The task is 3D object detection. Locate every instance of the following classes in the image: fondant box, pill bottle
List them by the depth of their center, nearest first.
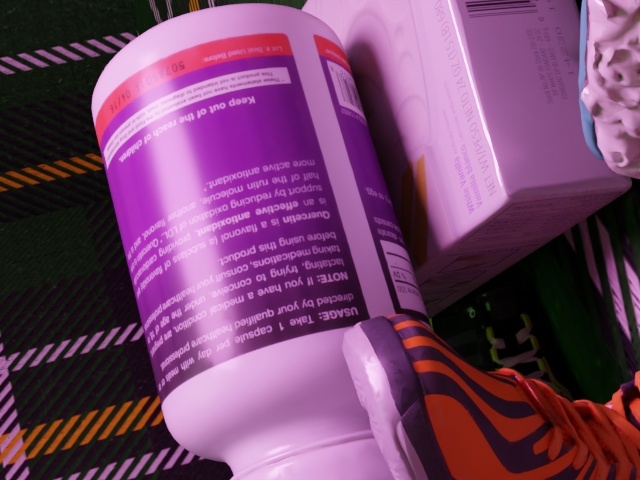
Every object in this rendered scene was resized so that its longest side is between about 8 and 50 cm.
[{"bbox_3d":[-0.033,0.019,0.846,0.181,0.182,0.323,108,148,-67],"label":"pill bottle"},{"bbox_3d":[0.069,-0.088,0.927,0.330,0.096,0.238,134,125,-64],"label":"fondant box"}]

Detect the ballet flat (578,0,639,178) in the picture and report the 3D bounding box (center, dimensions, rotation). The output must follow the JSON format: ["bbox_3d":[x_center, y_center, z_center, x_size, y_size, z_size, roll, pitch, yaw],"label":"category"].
[{"bbox_3d":[0.175,-0.175,0.459,0.147,0.147,0.409,-119,19,-50],"label":"ballet flat"}]

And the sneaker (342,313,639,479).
[{"bbox_3d":[0.140,0.102,0.707,0.321,0.180,0.124,49,-165,-51],"label":"sneaker"}]

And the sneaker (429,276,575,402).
[{"bbox_3d":[0.134,0.086,0.998,0.234,0.084,0.097,-121,23,-54],"label":"sneaker"}]
